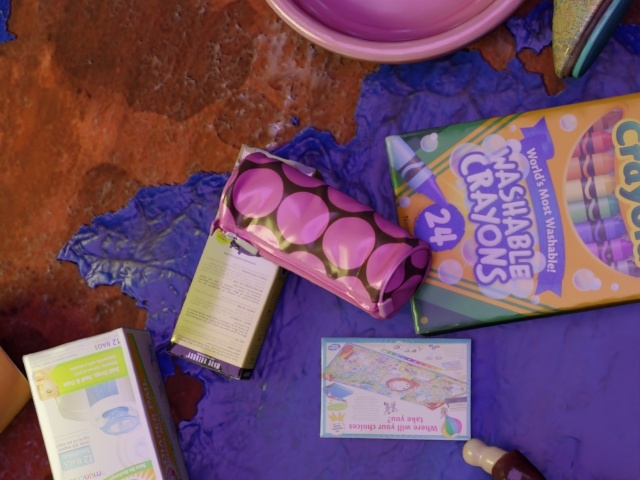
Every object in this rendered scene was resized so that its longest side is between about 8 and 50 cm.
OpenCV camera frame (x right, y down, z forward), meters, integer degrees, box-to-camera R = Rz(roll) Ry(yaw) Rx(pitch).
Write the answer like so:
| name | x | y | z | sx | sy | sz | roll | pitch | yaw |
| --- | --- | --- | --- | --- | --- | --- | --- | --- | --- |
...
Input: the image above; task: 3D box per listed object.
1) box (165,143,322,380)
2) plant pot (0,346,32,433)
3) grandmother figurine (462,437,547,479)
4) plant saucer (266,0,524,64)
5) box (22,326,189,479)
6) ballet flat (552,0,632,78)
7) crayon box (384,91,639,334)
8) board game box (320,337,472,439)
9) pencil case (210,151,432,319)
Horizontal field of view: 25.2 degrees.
| name | x | y | z | sx | sy | sz | roll | pitch | yaw |
| --- | --- | --- | --- | --- | --- | --- | --- | --- | --- |
| box | -0.078 | 0.023 | 1.486 | 0.087 | 0.058 | 0.232 | 18 | 88 | 10 |
| plant pot | -0.405 | 0.164 | 1.463 | 0.188 | 0.205 | 0.205 | -38 | 80 | -13 |
| grandmother figurine | 0.159 | 0.289 | 1.380 | 0.343 | 0.104 | 0.207 | -2 | 66 | 17 |
| plant saucer | 0.082 | -0.341 | 1.487 | 0.332 | 0.084 | 0.332 | -1 | 84 | 9 |
| box | -0.213 | 0.201 | 1.465 | 0.114 | 0.103 | 0.203 | -16 | 82 | 7 |
| ballet flat | 0.310 | -0.320 | 1.437 | 0.123 | 0.123 | 0.348 | 37 | 85 | 10 |
| crayon box | 0.240 | -0.029 | 1.433 | 0.323 | 0.083 | 0.203 | -10 | 83 | 7 |
| board game box | 0.078 | 0.151 | 1.466 | 0.154 | 0.026 | 0.103 | 0 | 84 | 8 |
| pencil case | 0.000 | 0.000 | 1.392 | 0.209 | 0.095 | 0.098 | 26 | 52 | 18 |
